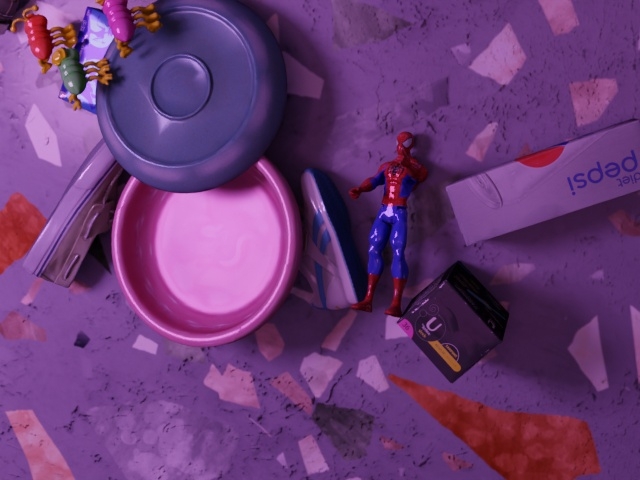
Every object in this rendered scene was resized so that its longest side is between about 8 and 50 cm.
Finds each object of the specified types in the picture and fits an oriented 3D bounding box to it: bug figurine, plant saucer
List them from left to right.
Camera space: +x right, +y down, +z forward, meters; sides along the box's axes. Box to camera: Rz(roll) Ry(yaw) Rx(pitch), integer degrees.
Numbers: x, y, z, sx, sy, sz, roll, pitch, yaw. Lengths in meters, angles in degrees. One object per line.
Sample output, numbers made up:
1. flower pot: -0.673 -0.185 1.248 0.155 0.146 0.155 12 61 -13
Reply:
1. bug figurine: -0.357 -0.339 1.392 0.279 0.072 0.216 -39 60 20
2. plant saucer: -0.208 -0.231 1.388 0.318 0.044 0.317 -1 86 14
3. plant saucer: -0.174 0.001 1.444 0.332 0.084 0.332 -1 87 22

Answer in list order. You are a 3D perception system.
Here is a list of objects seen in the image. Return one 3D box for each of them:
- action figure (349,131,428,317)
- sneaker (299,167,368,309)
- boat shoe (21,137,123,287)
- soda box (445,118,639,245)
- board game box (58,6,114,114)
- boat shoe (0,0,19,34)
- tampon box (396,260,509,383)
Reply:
1. action figure: 0.092 -0.035 1.347 0.091 0.139 0.280 7 82 30
2. sneaker: 0.000 0.000 1.426 0.092 0.087 0.228 -14 92 24
3. boat shoe: -0.389 -0.052 1.522 0.094 0.109 0.302 31 111 -18
4. soda box: 0.334 -0.085 1.320 0.286 0.091 0.098 -18 94 17
5. board game box: -0.305 -0.266 1.477 0.210 0.047 0.160 24 103 9
6. boat shoe: -0.629 -0.464 1.500 0.305 0.109 0.091 37 106 0
7. tampon box: 0.200 0.117 1.353 0.101 0.161 0.120 -43 86 17
